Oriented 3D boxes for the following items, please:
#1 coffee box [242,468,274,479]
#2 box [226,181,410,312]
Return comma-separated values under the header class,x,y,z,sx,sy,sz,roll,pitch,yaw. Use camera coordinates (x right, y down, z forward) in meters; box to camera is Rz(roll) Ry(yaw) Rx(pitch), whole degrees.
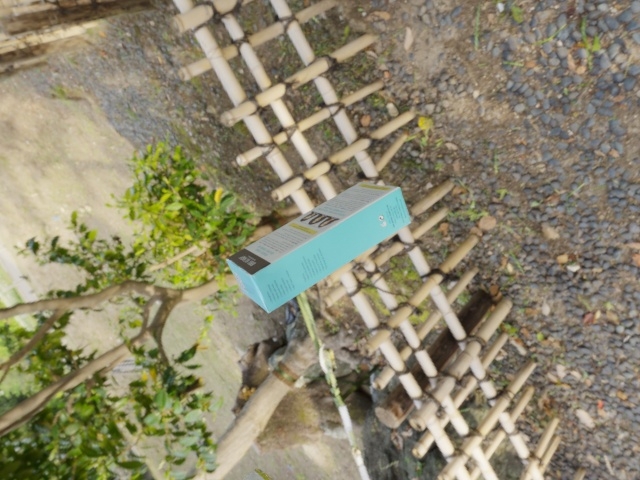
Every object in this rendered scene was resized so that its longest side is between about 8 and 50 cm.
class,x,y,z,sx,sy,sz,roll,pitch,yaw
coffee box,0.013,0.365,0.131,0.338,0.334,0.337,8,127,51
box,0.000,0.000,0.667,0.100,0.244,0.060,21,138,60
